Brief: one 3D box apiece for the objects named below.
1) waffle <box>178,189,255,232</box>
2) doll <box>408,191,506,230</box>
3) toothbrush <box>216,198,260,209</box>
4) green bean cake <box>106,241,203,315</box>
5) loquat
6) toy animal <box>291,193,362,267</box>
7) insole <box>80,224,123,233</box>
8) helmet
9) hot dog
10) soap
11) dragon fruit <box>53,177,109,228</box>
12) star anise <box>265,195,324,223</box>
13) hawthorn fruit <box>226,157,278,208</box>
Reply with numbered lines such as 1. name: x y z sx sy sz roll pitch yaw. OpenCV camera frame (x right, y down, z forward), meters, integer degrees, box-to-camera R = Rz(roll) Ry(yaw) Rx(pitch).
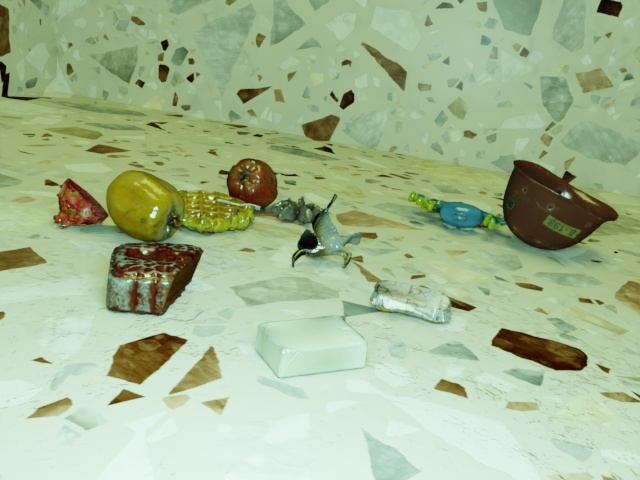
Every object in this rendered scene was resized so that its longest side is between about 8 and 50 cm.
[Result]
1. waffle: -0.344 -0.093 2.068 0.302 0.068 0.325 19 21 30
2. doll: 0.482 -0.091 2.458 0.346 0.099 0.341 17 6 10
3. toothbrush: -0.239 -0.107 2.035 0.131 0.013 0.011 11 3 -17
4. green bean cake: -0.352 0.074 1.478 0.198 0.097 0.233 6 17 -10
5. loquat: -0.455 -0.088 1.816 0.234 0.176 0.187 34 24 14
6. toy animal: 0.011 0.011 1.828 0.160 0.272 0.197 27 57 3
7. insole: -0.546 -0.030 1.875 0.197 0.004 0.065 -1 20 -29
8. helmet: 0.757 -0.085 2.311 0.385 0.230 0.337 22 22 -17
9. hot dog: 0.211 0.142 1.605 0.191 0.059 0.108 15 31 7
10. soap: -0.017 0.197 1.310 0.183 0.064 0.121 -1 21 -28
11. dragon fruit: -0.654 -0.081 1.848 0.153 0.111 0.153 48 -3 4
12. star anise: -0.078 -0.097 2.220 0.172 0.063 0.208 -4 21 -31
13. hawthorn fruit: -0.222 -0.185 2.265 0.173 0.173 0.179 13 18 15
